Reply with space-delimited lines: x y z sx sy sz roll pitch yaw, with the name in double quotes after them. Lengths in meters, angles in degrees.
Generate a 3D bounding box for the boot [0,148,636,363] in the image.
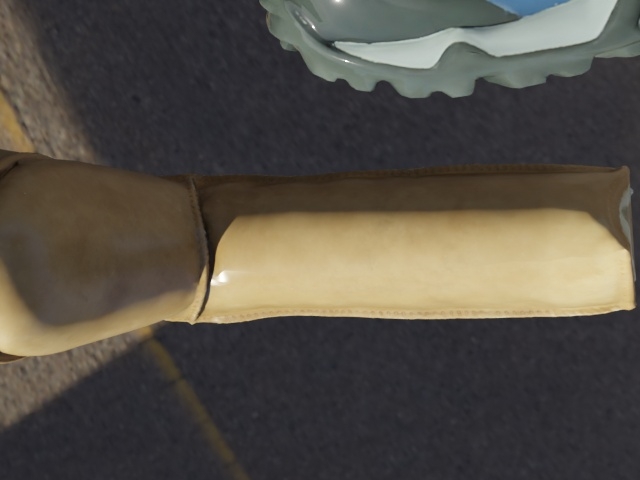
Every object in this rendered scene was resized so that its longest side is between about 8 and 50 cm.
0.000 0.000 0.627 0.269 0.236 0.089 0 97 11 "boot"

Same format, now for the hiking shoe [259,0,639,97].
0.113 -0.149 0.418 0.304 0.113 0.132 -24 122 0 "hiking shoe"
